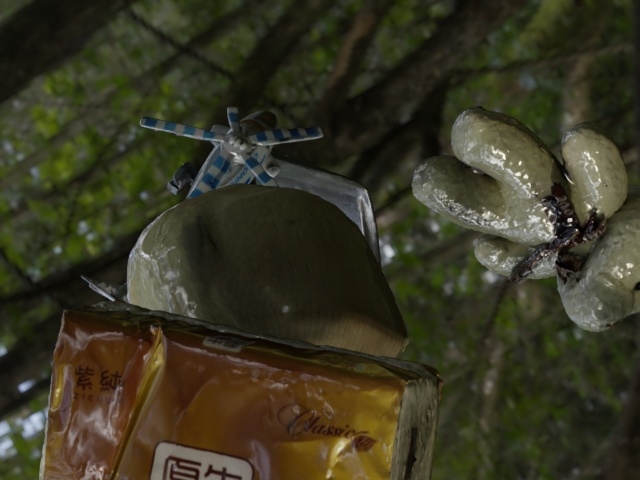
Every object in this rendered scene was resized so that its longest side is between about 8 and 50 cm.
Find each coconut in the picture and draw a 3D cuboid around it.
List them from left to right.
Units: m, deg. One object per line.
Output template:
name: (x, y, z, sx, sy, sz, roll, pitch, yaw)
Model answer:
coconut: (-0.040, 0.070, 1.142, 0.224, 0.224, 0.224, 60, -175, -9)

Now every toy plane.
toy plane: (-0.117, -0.028, 1.564, 0.107, 0.182, 0.273, 113, 174, -67)

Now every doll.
doll: (0.221, -0.013, 1.451, 0.278, 0.149, 0.175, 26, 161, -11)

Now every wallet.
wallet: (0.000, 0.000, 1.898, 0.168, 0.052, 0.245, 21, 143, 27)

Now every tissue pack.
tissue pack: (-0.053, 0.141, 0.905, 0.092, 0.226, 0.183, -7, -74, -69)
